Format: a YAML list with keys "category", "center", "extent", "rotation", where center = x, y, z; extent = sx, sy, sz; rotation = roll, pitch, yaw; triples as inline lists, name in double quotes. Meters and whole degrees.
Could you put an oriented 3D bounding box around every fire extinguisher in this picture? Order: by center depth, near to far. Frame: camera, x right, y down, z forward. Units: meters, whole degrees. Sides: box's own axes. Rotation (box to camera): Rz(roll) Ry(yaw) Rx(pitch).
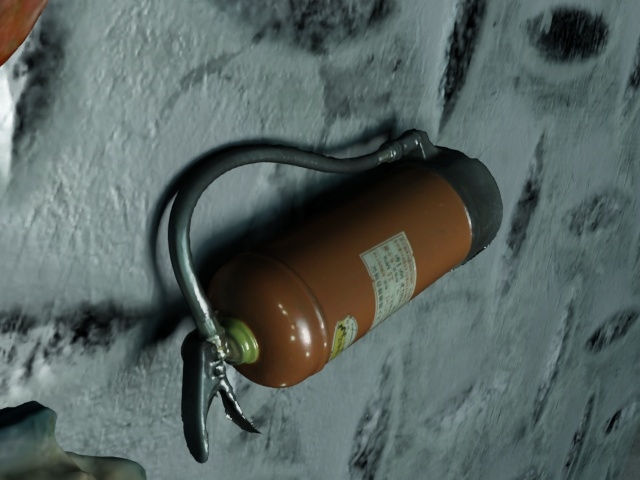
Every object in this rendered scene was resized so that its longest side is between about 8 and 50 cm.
- category: "fire extinguisher"
  center: [-0.005, 0.005, 0.775]
  extent: [0.376, 0.113, 0.200]
  rotation: [-33, 91, -40]

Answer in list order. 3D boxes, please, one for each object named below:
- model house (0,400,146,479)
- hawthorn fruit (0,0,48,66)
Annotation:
- category: "model house"
  center: [-0.234, 0.201, 0.429]
  extent: [0.298, 0.284, 0.243]
  rotation: [-27, 148, -52]
- category: "hawthorn fruit"
  center: [-0.180, -0.162, 0.360]
  extent: [0.181, 0.181, 0.235]
  rotation: [20, 93, -55]
